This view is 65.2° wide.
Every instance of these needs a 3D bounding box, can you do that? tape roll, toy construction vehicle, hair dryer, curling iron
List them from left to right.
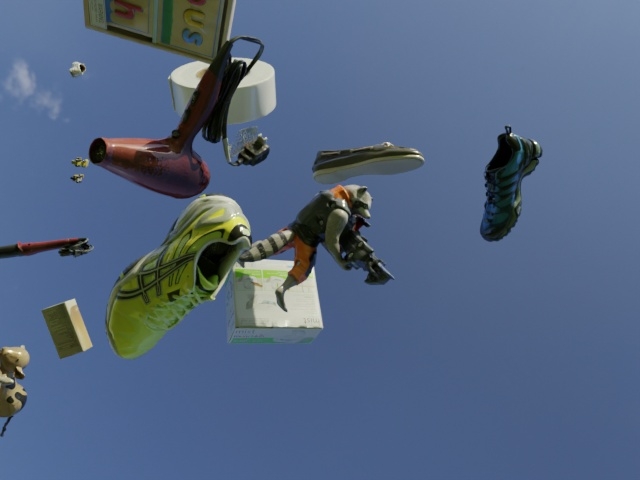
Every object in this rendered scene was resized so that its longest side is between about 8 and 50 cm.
[{"bbox_3d":[-0.648,0.021,1.096,0.274,0.068,0.035,-4,-73,-17],"label":"curling iron"},{"bbox_3d":[-0.832,-0.245,1.715,0.035,0.098,0.085,12,-75,-7],"label":"toy construction vehicle"},{"bbox_3d":[-0.199,-0.166,0.733,0.080,0.223,0.294,29,-131,30],"label":"hair dryer"},{"bbox_3d":[-0.267,-0.420,1.391,0.286,0.286,0.100,11,-52,14],"label":"tape roll"}]

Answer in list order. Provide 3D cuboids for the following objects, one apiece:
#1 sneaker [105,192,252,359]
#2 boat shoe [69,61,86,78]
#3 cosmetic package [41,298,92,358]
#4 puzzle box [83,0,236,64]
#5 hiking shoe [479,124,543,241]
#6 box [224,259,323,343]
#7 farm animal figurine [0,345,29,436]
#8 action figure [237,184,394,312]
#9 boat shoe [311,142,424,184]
[{"bbox_3d":[-0.281,0.084,0.966,0.384,0.145,0.147,-54,-138,6],"label":"sneaker"},{"bbox_3d":[-0.669,-0.476,1.389,0.035,0.100,0.035,-18,-59,-6],"label":"boat shoe"},{"bbox_3d":[-0.546,0.190,1.079,0.060,0.041,0.115,-17,-86,5],"label":"cosmetic package"},{"bbox_3d":[-0.265,-0.511,0.847,0.272,0.408,0.052,13,-129,-11],"label":"puzzle box"},{"bbox_3d":[0.487,-0.149,1.374,0.132,0.113,0.303,18,-88,-25],"label":"hiking shoe"},{"bbox_3d":[-0.144,0.183,1.500,0.262,0.126,0.231,4,-124,-21],"label":"box"},{"bbox_3d":[-0.600,0.209,0.847,0.172,0.330,0.326,-7,-94,-7],"label":"farm animal figurine"},{"bbox_3d":[0.000,0.000,1.111,0.330,0.178,0.341,-42,-141,-10],"label":"action figure"},{"bbox_3d":[0.125,-0.236,1.414,0.335,0.112,0.095,-6,-108,27],"label":"boat shoe"}]
